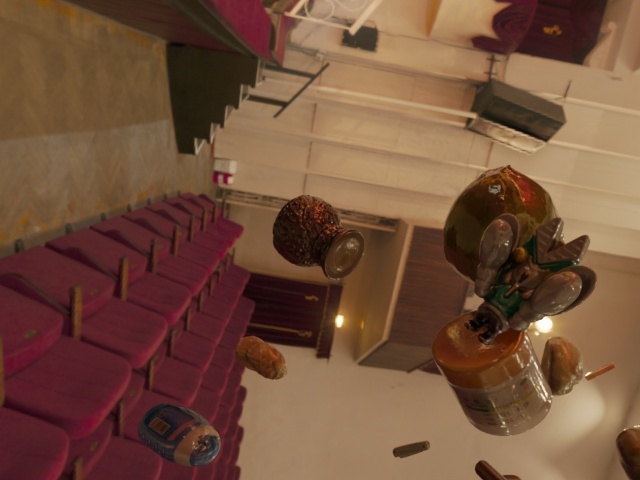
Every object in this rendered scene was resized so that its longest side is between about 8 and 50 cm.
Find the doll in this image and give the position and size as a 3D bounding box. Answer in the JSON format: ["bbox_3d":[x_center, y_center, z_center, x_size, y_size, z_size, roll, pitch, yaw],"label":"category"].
[{"bbox_3d":[0.373,0.080,0.748,0.153,0.194,0.259,12,92,-55],"label":"doll"}]

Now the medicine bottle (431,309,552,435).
[{"bbox_3d":[0.444,0.338,1.093,0.232,0.237,0.238,61,8,-15],"label":"medicine bottle"}]

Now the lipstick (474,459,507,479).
[{"bbox_3d":[0.542,0.723,1.165,0.356,0.057,0.057,173,-73,-80],"label":"lipstick"}]

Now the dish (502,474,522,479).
[{"bbox_3d":[0.795,1.062,1.738,0.234,0.153,0.064,-51,124,-65],"label":"dish"}]

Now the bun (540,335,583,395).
[{"bbox_3d":[0.856,0.446,1.475,0.222,0.127,0.223,7,90,-72],"label":"bun"}]

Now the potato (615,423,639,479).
[{"bbox_3d":[0.906,0.593,1.104,0.202,0.350,0.219,-17,-119,50],"label":"potato"}]

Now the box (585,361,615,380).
[{"bbox_3d":[0.894,0.417,1.341,0.093,0.058,0.015,-41,-116,22],"label":"box"}]

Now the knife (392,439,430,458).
[{"bbox_3d":[0.356,0.823,1.648,0.023,0.162,0.044,13,54,-54],"label":"knife"}]

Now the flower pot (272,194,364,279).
[{"bbox_3d":[0.000,0.000,1.504,0.267,0.266,0.267,34,-58,41],"label":"flower pot"}]

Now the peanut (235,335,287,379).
[{"bbox_3d":[-0.164,0.320,1.149,0.086,0.104,0.227,-48,-158,-24],"label":"peanut"}]

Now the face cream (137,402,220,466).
[{"bbox_3d":[-0.370,0.519,1.120,0.149,0.263,0.083,-23,112,-47],"label":"face cream"}]

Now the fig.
[{"bbox_3d":[0.506,-0.030,1.189,0.343,0.342,0.344,-171,-90,-87],"label":"fig"}]
